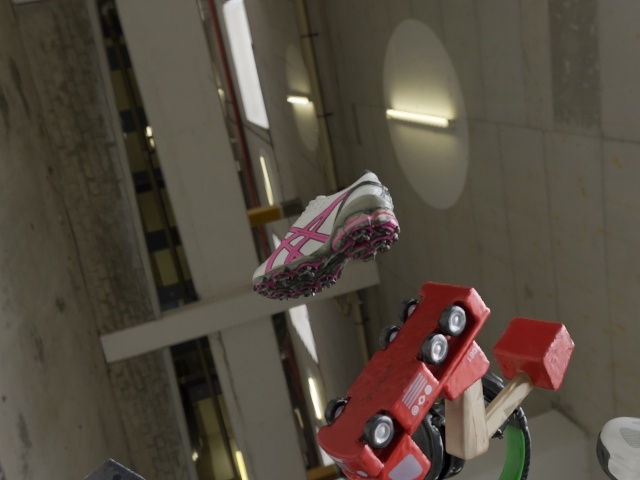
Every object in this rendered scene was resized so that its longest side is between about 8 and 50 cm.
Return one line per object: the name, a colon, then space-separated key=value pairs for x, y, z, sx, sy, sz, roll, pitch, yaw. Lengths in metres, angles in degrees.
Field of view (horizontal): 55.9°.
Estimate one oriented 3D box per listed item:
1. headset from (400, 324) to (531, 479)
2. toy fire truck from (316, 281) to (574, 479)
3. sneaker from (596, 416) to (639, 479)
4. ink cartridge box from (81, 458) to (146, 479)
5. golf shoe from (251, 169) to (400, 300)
headset: x=0.235 y=0.305 z=1.004 sx=0.394 sy=0.243 sz=0.185 roll=63 pitch=-23 yaw=-9
toy fire truck: x=0.095 y=0.104 z=0.421 sx=0.047 sy=0.192 sz=0.135 roll=3 pitch=-43 yaw=54
sneaker: x=0.537 y=0.187 z=0.666 sx=0.447 sy=0.169 sz=0.258 roll=-2 pitch=-79 yaw=41
ink cartridge box: x=-0.155 y=0.228 z=0.334 sx=0.206 sy=0.208 sz=0.045 roll=-4 pitch=-62 yaw=48
golf shoe: x=0.000 y=0.000 z=0.637 sx=0.067 sy=0.186 sz=0.086 roll=30 pitch=38 yaw=-43
